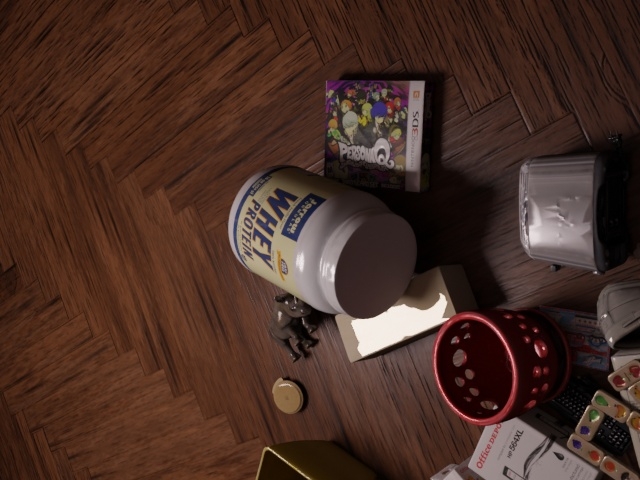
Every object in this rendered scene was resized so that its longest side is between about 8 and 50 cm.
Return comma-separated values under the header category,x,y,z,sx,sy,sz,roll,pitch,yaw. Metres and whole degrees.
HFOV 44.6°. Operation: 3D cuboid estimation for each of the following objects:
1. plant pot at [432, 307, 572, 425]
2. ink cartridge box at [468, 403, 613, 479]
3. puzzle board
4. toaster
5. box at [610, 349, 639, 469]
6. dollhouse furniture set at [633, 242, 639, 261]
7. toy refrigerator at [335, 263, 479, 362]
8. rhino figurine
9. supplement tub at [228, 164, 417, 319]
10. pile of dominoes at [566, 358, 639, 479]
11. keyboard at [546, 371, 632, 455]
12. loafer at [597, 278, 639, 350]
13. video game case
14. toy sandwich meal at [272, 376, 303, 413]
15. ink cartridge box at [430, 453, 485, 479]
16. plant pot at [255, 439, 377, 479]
category,x,y,z,sx,sy,sz,roll,pitch,yaw
plant pot,0.314,0.208,1.333,0.191,0.174,0.191,4,95,51
ink cartridge box,0.383,0.390,1.379,0.203,0.086,0.148,30,115,30
puzzle board,0.436,0.168,1.349,0.128,0.011,0.096,7,102,37
toaster,0.409,-0.059,1.260,0.146,0.129,0.227,3,101,40
box,0.568,0.305,1.196,0.148,0.121,0.311,-13,89,39
dollhouse furniture set,0.495,0.060,1.249,0.114,0.091,0.081,-53,50,34
toy refrigerator,0.165,0.143,1.509,0.269,0.094,0.102,-31,71,37
rhino figurine,-0.062,0.166,1.650,0.106,0.073,0.243,47,155,18
supplement tub,0.000,0.000,1.488,0.325,0.235,0.235,25,113,47
pile of dominoes,0.504,0.304,1.142,0.251,0.040,0.196,32,116,30
keyboard,0.451,0.281,1.340,0.192,0.038,0.100,36,117,28
loafer,0.568,0.101,1.125,0.319,0.111,0.112,-14,128,21
video game case,0.109,-0.207,1.525,0.232,0.042,0.210,10,103,37
toy sandwich meal,-0.072,0.352,1.770,0.086,0.029,0.085,3,98,26
ink cartridge box,0.283,0.480,1.469,0.143,0.092,0.090,47,122,22
plant pot,-0.003,0.541,1.644,0.212,0.187,0.212,28,114,32
